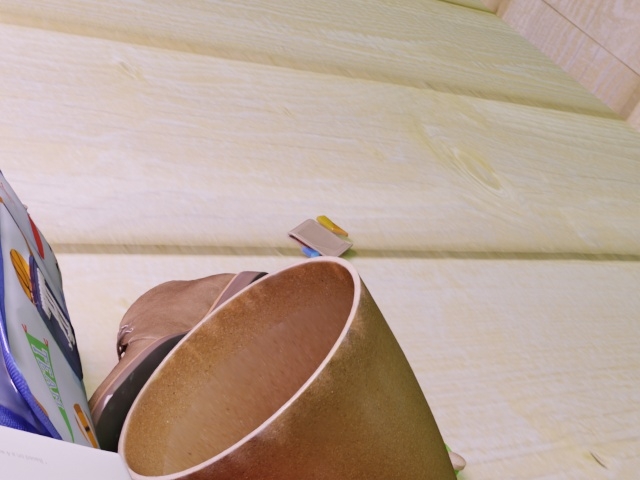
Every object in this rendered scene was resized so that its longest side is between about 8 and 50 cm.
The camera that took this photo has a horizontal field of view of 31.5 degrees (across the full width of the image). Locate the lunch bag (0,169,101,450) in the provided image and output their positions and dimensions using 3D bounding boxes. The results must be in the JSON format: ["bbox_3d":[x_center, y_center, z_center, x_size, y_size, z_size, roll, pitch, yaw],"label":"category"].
[{"bbox_3d":[-0.328,0.065,0.821,0.385,0.239,0.328,30,21,-36],"label":"lunch bag"}]

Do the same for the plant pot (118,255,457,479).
[{"bbox_3d":[0.008,0.183,0.930,0.254,0.237,0.237,50,19,-22],"label":"plant pot"}]

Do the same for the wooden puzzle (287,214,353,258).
[{"bbox_3d":[0.000,0.000,1.480,0.078,0.014,0.116,33,26,18],"label":"wooden puzzle"}]

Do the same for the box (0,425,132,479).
[{"bbox_3d":[-0.151,0.266,0.510,0.215,0.168,0.345,32,21,-54],"label":"box"}]

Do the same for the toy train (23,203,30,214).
[{"bbox_3d":[-0.332,-0.001,1.144,0.036,0.027,0.158,31,27,-3],"label":"toy train"}]

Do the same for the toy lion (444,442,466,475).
[{"bbox_3d":[0.090,0.210,1.182,0.100,0.034,0.096,15,22,-25],"label":"toy lion"}]

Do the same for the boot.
[{"bbox_3d":[-0.153,0.117,1.069,0.115,0.112,0.305,5,24,22],"label":"boot"}]
